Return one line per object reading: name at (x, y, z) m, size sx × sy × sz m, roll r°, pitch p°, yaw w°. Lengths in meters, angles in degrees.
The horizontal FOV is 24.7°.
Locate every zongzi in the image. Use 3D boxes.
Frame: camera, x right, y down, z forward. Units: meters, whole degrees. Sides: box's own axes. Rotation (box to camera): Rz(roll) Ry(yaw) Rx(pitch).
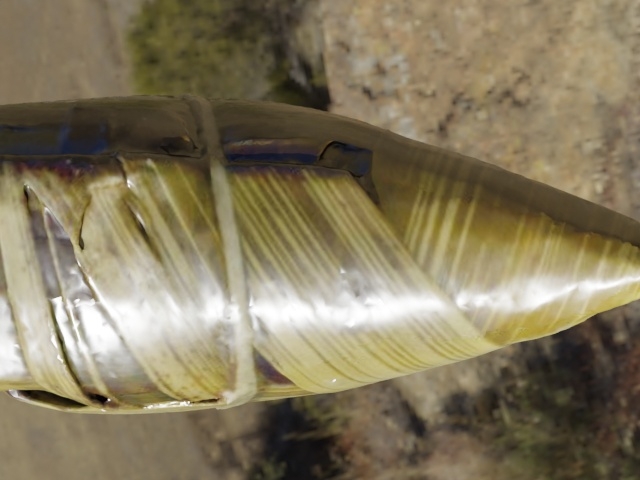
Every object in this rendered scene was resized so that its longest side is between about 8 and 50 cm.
zongzi at (0.000, 0.000, 0.642) m, size 0.286 × 0.288 × 0.134 m, roll -36°, pitch -57°, yaw -81°
